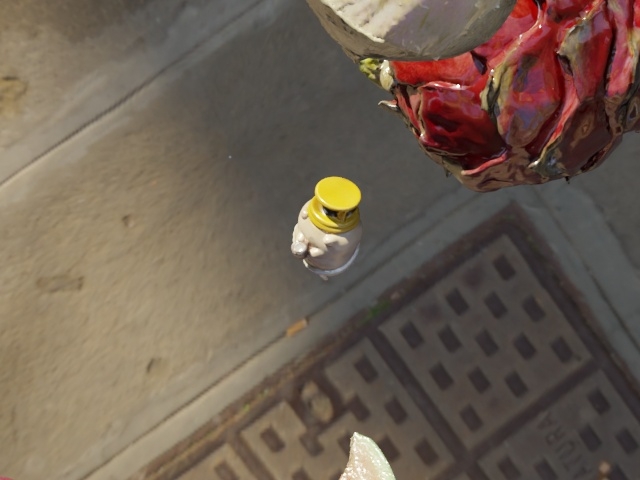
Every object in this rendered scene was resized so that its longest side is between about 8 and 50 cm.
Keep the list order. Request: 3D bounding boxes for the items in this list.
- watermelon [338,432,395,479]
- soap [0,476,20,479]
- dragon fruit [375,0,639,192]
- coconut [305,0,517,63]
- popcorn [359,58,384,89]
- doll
[{"bbox_3d":[0.068,0.342,1.363,0.080,0.101,0.155,21,64,-29],"label":"watermelon"},{"bbox_3d":[-0.446,0.414,1.225,0.099,0.162,0.249,6,86,15],"label":"soap"},{"bbox_3d":[0.230,-0.211,1.141,0.329,0.329,0.329,0,95,-5],"label":"dragon fruit"},{"bbox_3d":[0.037,-0.124,0.414,0.110,0.110,0.124,17,127,-6],"label":"coconut"},{"bbox_3d":[0.123,-0.271,1.457,0.145,0.126,0.126,40,111,7],"label":"popcorn"},{"bbox_3d":[0.000,0.000,1.018,0.073,0.127,0.084,38,50,22],"label":"doll"}]
